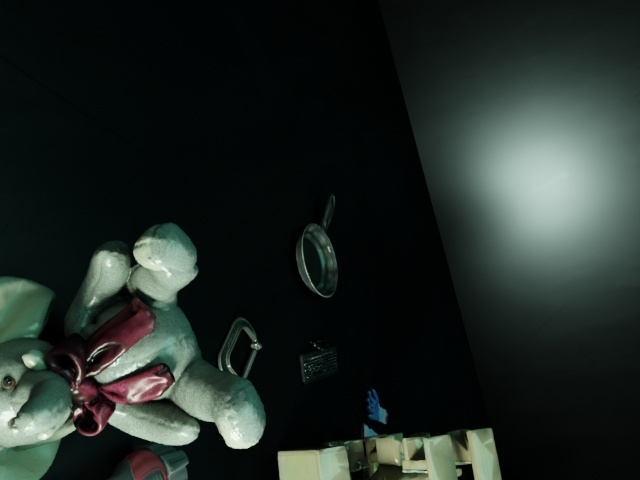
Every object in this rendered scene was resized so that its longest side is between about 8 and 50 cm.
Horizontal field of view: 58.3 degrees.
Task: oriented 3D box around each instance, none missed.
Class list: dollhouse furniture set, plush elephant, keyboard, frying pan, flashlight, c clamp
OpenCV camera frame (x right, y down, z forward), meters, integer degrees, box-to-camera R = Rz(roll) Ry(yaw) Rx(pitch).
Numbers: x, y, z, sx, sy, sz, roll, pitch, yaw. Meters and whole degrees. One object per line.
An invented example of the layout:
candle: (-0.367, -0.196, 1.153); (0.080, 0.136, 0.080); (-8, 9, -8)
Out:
dollhouse furniture set: (0.128, 0.556, 1.221); (0.395, 0.362, 0.256); (6, 69, -35)
plush elephant: (-0.280, 0.153, 0.676); (0.255, 0.330, 0.271); (-27, 103, -41)
keyboard: (0.006, 0.296, 1.439); (0.192, 0.038, 0.100); (5, 73, -65)
frying pan: (-0.014, -0.006, 1.525); (0.197, 0.053, 0.325); (32, 48, -57)
flashlight: (-0.298, 0.337, 0.718); (0.304, 0.103, 0.103); (3, 109, -60)
c clamp: (-0.156, 0.240, 1.148); (0.137, 0.022, 0.160); (52, 36, -34)

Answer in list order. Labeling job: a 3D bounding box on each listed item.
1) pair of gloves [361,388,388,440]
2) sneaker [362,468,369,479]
pair of gloves: (0.160, 0.538, 1.663); (0.159, 0.023, 0.198); (53, 34, -41)
sneaker: (0.134, 0.627, 1.529); (0.086, 0.064, 0.192); (59, 35, 0)
